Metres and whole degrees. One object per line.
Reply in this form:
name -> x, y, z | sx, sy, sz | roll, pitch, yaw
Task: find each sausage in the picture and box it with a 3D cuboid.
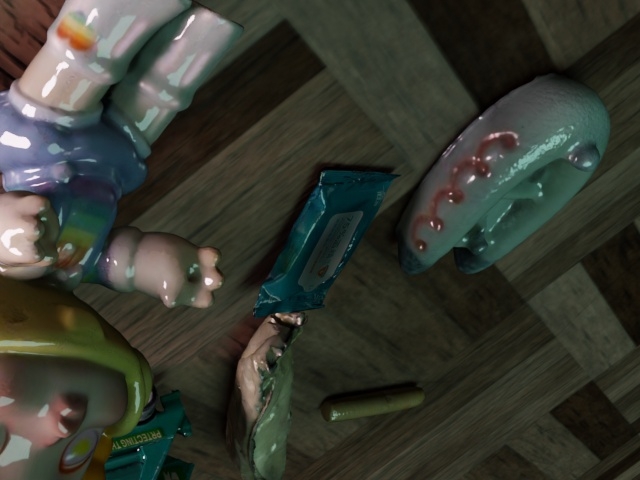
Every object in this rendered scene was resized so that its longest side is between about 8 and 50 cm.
sausage -> 0.055, 0.160, 1.271 | 0.132, 0.024, 0.024 | -3, 138, -41

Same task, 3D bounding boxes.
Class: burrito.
burrito -> -0.049, 0.147, 1.107 | 0.058, 0.063, 0.229 | -9, 141, -21

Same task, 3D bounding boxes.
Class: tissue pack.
tissue pack -> 0.000, 0.000, 0.981 | 0.085, 0.028, 0.138 | -4, 134, -47

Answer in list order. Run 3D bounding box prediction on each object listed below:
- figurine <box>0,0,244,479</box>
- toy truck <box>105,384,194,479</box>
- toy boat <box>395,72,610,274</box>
figurine -> -0.170, 0.028, 0.726 | 0.382, 0.205, 0.224 | -54, 147, -5
toy truck -> -0.193, 0.191, 0.973 | 0.216, 0.116, 0.110 | -11, 144, -34
toy boat -> 0.152, -0.038, 1.026 | 0.134, 0.079, 0.208 | 5, 134, -45
